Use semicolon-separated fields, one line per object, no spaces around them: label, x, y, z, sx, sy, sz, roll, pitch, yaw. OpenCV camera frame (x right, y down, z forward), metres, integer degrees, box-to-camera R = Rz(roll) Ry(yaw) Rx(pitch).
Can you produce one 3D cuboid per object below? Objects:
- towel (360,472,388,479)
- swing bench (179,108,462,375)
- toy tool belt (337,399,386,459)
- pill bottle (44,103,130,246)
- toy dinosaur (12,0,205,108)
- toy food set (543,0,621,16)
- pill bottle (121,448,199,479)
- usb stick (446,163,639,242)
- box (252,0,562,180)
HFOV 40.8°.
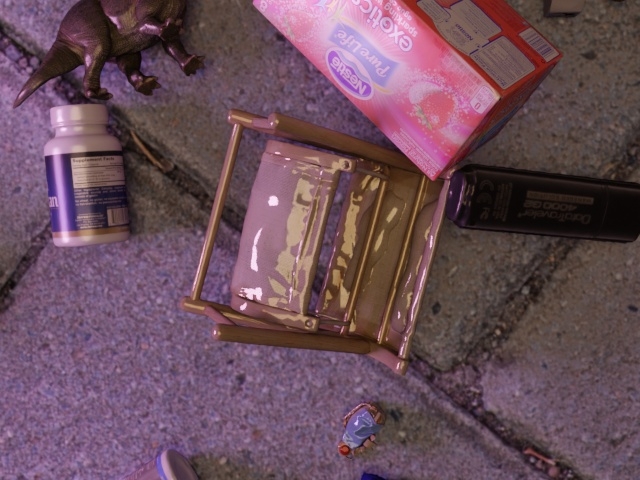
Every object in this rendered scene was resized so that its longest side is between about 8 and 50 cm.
towel;0.149;0.457;1.102;0.308;0.076;0.228;25;88;1
swing bench;0.000;0.000;1.017;0.254;0.165;0.253;14;94;-25
toy tool belt;0.049;0.245;1.096;0.052;0.051;0.083;38;95;-1
pill bottle;-0.290;-0.080;1.064;0.094;0.094;0.170;-5;94;3
toy dinosaur;-0.242;-0.260;1.052;0.313;0.121;0.160;-36;64;14
toy food set;0.272;-0.330;1.018;0.232;0.104;0.111;1;94;2
pill bottle;-0.228;0.335;1.100;0.137;0.078;0.078;-35;92;4
usb stick;0.274;-0.042;1.015;0.277;0.045;0.077;4;104;-25
box;0.092;-0.234;0.958;0.300;0.154;0.142;45;136;10
